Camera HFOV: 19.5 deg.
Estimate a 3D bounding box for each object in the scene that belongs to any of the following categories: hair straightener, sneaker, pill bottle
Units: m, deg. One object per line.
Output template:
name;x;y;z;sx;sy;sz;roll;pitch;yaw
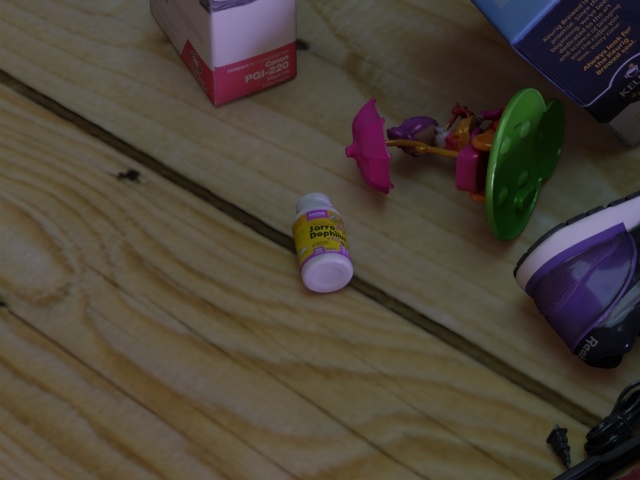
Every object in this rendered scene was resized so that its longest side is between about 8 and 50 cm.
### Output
hair straightener;0.212;0.154;1.397;0.230;0.047;0.089;-37;55;-24
sneaker;0.303;0.015;1.507;0.283;0.107;0.124;-26;67;-16
pill bottle;0.000;0.000;1.549;0.043;0.043;0.083;-8;48;-5

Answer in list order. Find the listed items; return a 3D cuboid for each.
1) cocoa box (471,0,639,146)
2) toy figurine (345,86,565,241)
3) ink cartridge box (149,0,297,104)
cocoa box;0.280;-0.303;1.587;0.347;0.228;0.231;-45;50;13
toy figurine;0.106;-0.085;1.592;0.159;0.130;0.173;12;26;25
ink cartridge box;-0.092;-0.259;1.670;0.092;0.218;0.158;-21;51;-17
